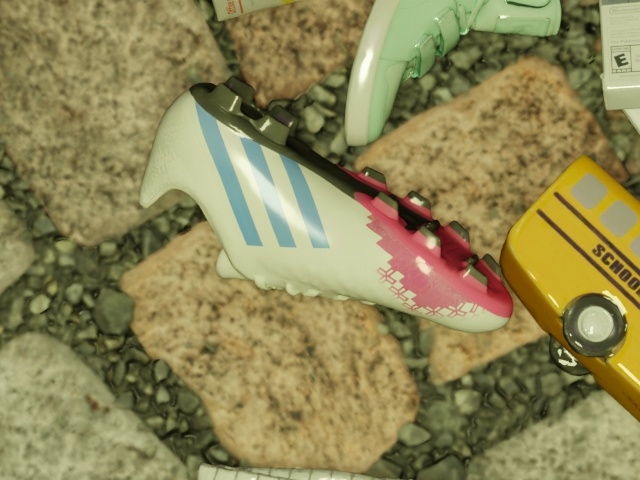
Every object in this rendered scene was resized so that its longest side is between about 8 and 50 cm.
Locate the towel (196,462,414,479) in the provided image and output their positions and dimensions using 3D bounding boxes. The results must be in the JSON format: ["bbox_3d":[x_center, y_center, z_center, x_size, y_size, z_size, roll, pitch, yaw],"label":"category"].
[{"bbox_3d":[0.029,0.305,1.584,0.283,0.121,0.235,7,78,4],"label":"towel"}]

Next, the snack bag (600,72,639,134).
[{"bbox_3d":[0.457,-0.078,1.687,0.323,0.037,0.343,-30,80,-5],"label":"snack bag"}]

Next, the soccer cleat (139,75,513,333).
[{"bbox_3d":[0.000,0.000,1.659,0.331,0.116,0.143,35,105,5],"label":"soccer cleat"}]

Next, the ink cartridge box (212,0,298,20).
[{"bbox_3d":[-0.042,-0.243,1.691,0.198,0.115,0.067,-14,79,0],"label":"ink cartridge box"}]

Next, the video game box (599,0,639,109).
[{"bbox_3d":[0.335,-0.206,1.678,0.205,0.048,0.187,-3,68,9],"label":"video game box"}]

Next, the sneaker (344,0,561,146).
[{"bbox_3d":[0.120,-0.177,1.686,0.151,0.094,0.256,23,82,3],"label":"sneaker"}]

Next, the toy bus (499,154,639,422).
[{"bbox_3d":[0.290,0.093,1.622,0.332,0.108,0.130,43,81,9],"label":"toy bus"}]
